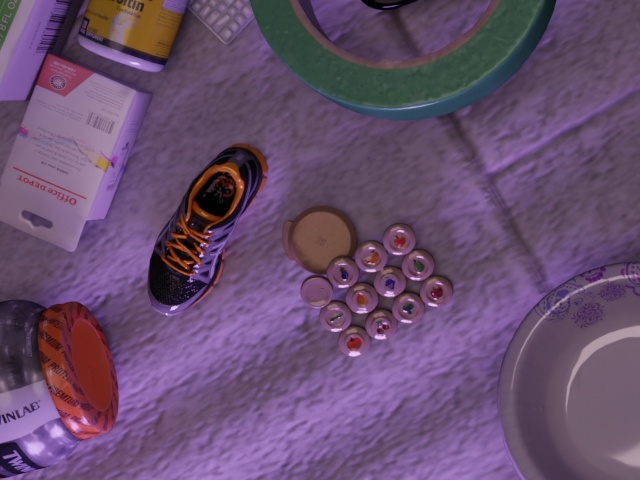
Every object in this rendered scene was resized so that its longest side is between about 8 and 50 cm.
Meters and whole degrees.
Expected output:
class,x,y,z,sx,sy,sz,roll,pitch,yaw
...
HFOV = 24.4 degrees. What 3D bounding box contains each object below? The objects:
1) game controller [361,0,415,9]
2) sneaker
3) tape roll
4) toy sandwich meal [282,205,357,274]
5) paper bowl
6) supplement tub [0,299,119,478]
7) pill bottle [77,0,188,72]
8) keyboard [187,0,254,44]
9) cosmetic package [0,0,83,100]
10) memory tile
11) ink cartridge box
class,x,y,z,sx,sy,sz,roll,pitch,yaw
game controller,0.165,-0.370,1.576,0.319,0.067,0.166,-21,96,10
sneaker,-0.137,-0.013,1.654,0.084,0.083,0.215,28,100,5
tape roll,0.085,-0.287,1.526,0.321,0.077,0.321,-1,85,14
toy sandwich meal,0.000,0.000,1.659,0.086,0.029,0.085,1,96,7
paper bowl,0.331,0.172,1.533,0.284,0.148,0.284,-3,79,13
supplement tub,-0.400,0.180,1.660,0.316,0.193,0.193,-16,92,12
pill bottle,-0.192,-0.286,1.631,0.103,0.103,0.184,21,98,8
keyboard,-0.042,-0.333,1.646,0.072,0.014,0.256,46,101,4
cosmetic package,-0.457,-0.315,1.651,0.366,0.155,0.197,25,100,6
memory tile,0.062,0.056,1.644,0.148,0.012,0.113,-32,104,12
ink cartridge box,-0.284,-0.098,1.681,0.115,0.067,0.198,24,97,8
